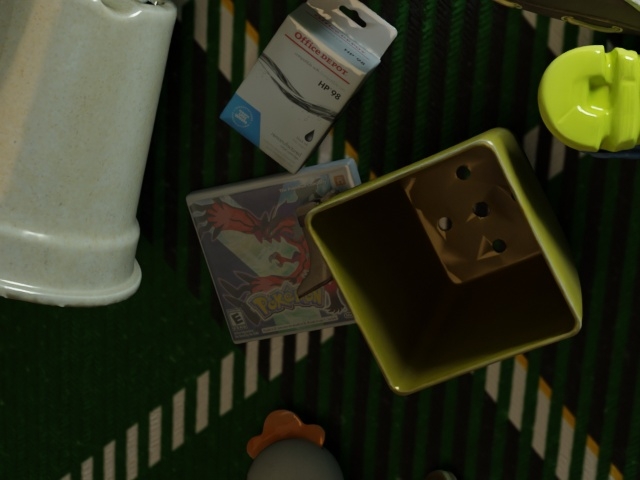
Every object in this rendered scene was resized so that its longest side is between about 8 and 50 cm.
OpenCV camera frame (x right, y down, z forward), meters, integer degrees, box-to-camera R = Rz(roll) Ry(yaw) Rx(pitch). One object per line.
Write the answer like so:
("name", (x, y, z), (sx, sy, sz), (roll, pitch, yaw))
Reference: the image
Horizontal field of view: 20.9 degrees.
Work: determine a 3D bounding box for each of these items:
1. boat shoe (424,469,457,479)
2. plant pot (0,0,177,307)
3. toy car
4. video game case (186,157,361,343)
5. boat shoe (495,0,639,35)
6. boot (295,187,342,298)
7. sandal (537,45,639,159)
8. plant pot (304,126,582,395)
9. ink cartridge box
("boat shoe", (0.159, 0.327, 1.970), (0.056, 0.048, 0.153), (-11, 101, 47))
("plant pot", (-0.300, -0.140, 1.807), (0.333, 0.334, 0.305), (23, 105, 9))
("toy car", (-0.044, 0.315, 1.974), (0.210, 0.219, 0.238), (-15, 76, 24))
("video game case", (-0.032, 0.015, 1.917), (0.201, 0.023, 0.183), (-11, 107, 22))
("boat shoe", (0.282, -0.252, 1.657), (0.324, 0.097, 0.117), (13, 75, -5))
("boot", (0.000, 0.000, 1.870), (0.118, 0.042, 0.087), (-33, 91, 25))
("sandal", (0.358, -0.127, 1.681), (0.317, 0.138, 0.126), (8, 86, -4))
("plant pot", (0.144, -0.002, 1.759), (0.212, 0.187, 0.212), (-22, 103, 26))
("ink cartridge box", (-0.013, -0.173, 1.815), (0.104, 0.060, 0.180), (37, 117, 2))
